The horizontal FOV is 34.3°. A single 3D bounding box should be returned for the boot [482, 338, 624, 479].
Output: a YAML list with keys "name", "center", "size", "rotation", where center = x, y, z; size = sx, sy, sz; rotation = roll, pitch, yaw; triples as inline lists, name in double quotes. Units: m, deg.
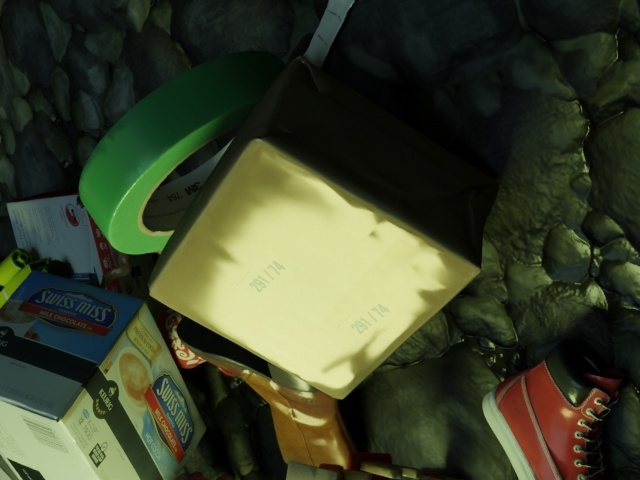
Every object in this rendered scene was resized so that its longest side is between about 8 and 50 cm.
- name: "boot"
  center: [0.313, 0.244, 1.206]
  size: [0.176, 0.088, 0.244]
  rotation: [-45, 70, 42]

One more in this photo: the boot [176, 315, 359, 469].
- name: "boot"
  center: [-0.068, 0.226, 1.516]
  size: [0.264, 0.096, 0.280]
  rotation: [9, 137, 27]

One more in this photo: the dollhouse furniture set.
- name: "dollhouse furniture set"
  center: [0.050, 0.405, 1.346]
  size: [0.135, 0.262, 0.259]
  rotation: [0, 79, 47]

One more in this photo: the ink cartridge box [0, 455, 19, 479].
- name: "ink cartridge box"
  center: [-0.518, 0.537, 2.042]
  size: [0.197, 0.198, 0.270]
  rotation: [35, 128, 29]

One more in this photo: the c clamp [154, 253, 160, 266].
- name: "c clamp"
  center: [-0.229, 0.020, 1.694]
  size: [0.161, 0.022, 0.137]
  rotation: [-15, 89, 48]

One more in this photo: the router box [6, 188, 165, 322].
- name: "router box"
  center: [-0.408, 0.075, 1.841]
  size: [0.301, 0.082, 0.335]
  rotation: [-4, 103, 45]

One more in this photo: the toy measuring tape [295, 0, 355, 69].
- name: "toy measuring tape"
  center: [0.012, -0.318, 1.261]
  size: [0.121, 0.121, 0.330]
  rotation: [49, 133, 19]

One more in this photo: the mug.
- name: "mug"
  center: [-0.149, 0.135, 1.619]
  size: [0.169, 0.150, 0.113]
  rotation: [-21, 54, 42]

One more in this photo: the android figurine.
- name: "android figurine"
  center: [-0.511, 0.141, 1.869]
  size: [0.273, 0.056, 0.248]
  rotation: [-32, 83, 44]

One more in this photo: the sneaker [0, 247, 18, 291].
- name: "sneaker"
  center: [-0.622, 0.070, 2.037]
  size: [0.124, 0.107, 0.283]
  rotation: [57, 135, 20]

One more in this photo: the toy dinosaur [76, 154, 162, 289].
- name: "toy dinosaur"
  center: [-0.262, -0.035, 1.579]
  size: [0.296, 0.127, 0.200]
  rotation: [-2, 105, 24]

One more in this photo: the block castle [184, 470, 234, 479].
- name: "block castle"
  center: [-0.081, 0.565, 1.628]
  size: [0.453, 0.213, 0.303]
  rotation: [15, 128, 47]

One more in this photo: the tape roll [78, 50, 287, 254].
- name: "tape roll"
  center: [-0.155, -0.109, 1.353]
  size: [0.077, 0.321, 0.321]
  rotation: [53, 134, 15]

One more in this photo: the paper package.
- name: "paper package"
  center: [0.000, 0.000, 1.252]
  size: [0.309, 0.168, 0.325]
  rotation: [30, 132, -10]

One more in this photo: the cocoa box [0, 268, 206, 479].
- name: "cocoa box"
  center: [-0.364, 0.254, 1.607]
  size: [0.231, 0.228, 0.347]
  rotation: [13, 141, 26]
